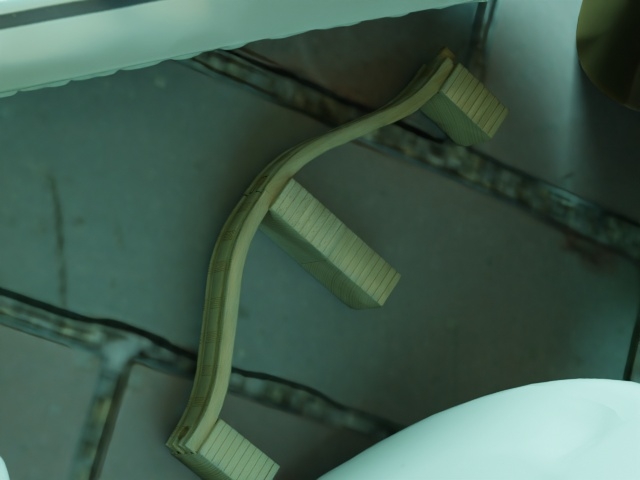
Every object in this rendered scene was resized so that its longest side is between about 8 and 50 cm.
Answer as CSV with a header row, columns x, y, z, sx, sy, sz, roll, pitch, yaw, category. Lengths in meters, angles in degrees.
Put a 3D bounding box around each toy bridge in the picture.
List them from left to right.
x,y,z,sx,sy,sz,roll,pitch,yaw,category
0.000,0.000,0.595,0.063,0.026,0.188,41,68,-19,toy bridge

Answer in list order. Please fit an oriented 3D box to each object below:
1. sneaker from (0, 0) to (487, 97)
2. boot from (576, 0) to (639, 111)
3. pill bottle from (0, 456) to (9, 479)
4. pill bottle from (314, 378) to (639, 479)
x,y,z,sx,sy,sz,roll,pitch,yaw,category
-0.015,-0.127,0.540,0.321,0.126,0.127,-13,98,-28,sneaker
0.237,-0.016,0.604,0.220,0.283,0.109,11,113,-20,boot
-0.190,0.027,0.435,0.117,0.117,0.208,-45,106,-24,pill bottle
0.113,0.261,0.524,0.224,0.224,0.392,-37,104,-26,pill bottle
